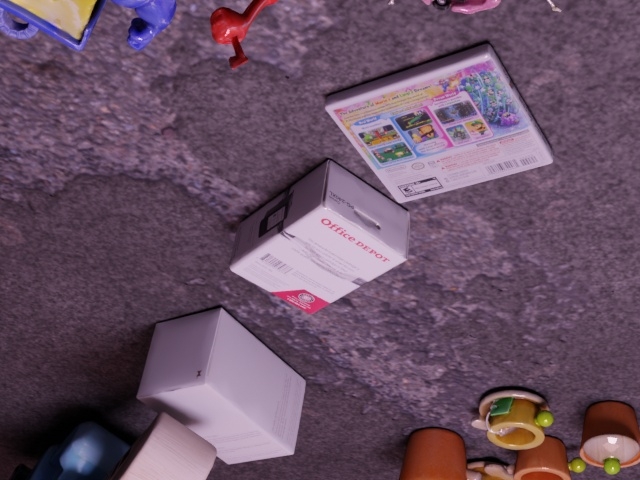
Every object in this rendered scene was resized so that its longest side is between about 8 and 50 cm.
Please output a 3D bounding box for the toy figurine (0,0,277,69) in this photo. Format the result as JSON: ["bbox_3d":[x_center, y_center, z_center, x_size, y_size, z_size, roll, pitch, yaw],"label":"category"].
[{"bbox_3d":[-0.218,-0.206,0.756,0.362,0.191,0.217,26,145,-19],"label":"toy figurine"}]

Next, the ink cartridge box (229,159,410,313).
[{"bbox_3d":[0.000,0.000,1.071,0.109,0.063,0.150,32,137,-27],"label":"ink cartridge box"}]

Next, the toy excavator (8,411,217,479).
[{"bbox_3d":[-0.279,0.333,1.386,0.222,0.433,0.445,35,104,-8],"label":"toy excavator"}]

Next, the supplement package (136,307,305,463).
[{"bbox_3d":[-0.113,0.176,1.290,0.105,0.105,0.179,-14,138,31],"label":"supplement package"}]

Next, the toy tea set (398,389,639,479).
[{"bbox_3d":[0.240,0.292,1.352,0.200,0.124,0.336,27,139,-22],"label":"toy tea set"}]

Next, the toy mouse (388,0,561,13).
[{"bbox_3d":[0.122,-0.212,0.795,0.143,0.031,0.161,25,140,-19],"label":"toy mouse"}]

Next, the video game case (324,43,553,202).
[{"bbox_3d":[0.106,-0.098,0.959,0.157,0.019,0.143,-14,137,29],"label":"video game case"}]
